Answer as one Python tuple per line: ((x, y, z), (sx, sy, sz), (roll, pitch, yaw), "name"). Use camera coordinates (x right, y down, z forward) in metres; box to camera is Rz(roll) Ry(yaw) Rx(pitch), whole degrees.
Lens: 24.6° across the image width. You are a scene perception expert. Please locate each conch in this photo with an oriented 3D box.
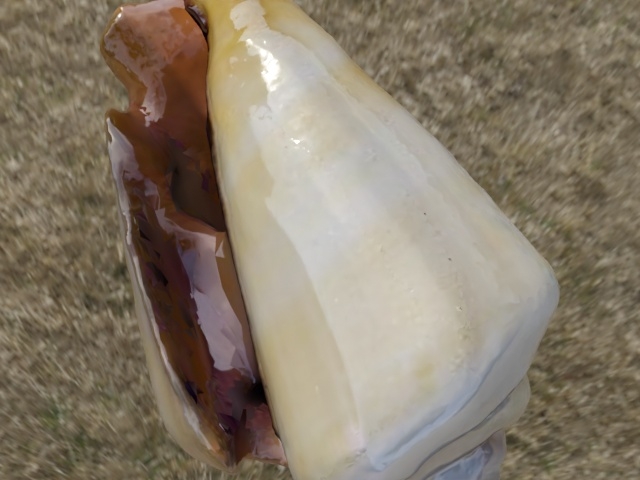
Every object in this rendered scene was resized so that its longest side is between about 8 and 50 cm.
((0.007, 0.002, 0.599), (0.158, 0.127, 0.255), (-32, 66, 29), "conch")
